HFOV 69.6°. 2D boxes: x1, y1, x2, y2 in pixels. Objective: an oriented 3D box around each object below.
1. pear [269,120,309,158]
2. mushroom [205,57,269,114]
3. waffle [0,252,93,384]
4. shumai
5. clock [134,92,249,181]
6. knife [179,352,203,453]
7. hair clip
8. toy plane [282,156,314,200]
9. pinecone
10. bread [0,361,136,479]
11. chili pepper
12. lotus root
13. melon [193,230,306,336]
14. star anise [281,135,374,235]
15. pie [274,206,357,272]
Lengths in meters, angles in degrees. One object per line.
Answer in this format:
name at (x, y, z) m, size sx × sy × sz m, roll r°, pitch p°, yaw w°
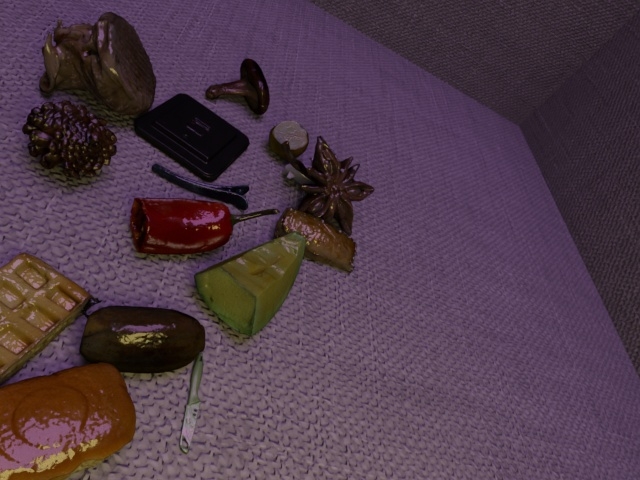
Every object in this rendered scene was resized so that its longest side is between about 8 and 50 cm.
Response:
pear at (-0.109, -0.332, 1.571) m, size 0.141 × 0.104 × 0.141 m, roll 4°, pitch 62°, yaw -8°
mushroom at (-0.302, -0.543, 1.616) m, size 0.218 × 0.148 × 0.227 m, roll -10°, pitch 54°, yaw -24°
waffle at (-0.567, 0.142, 0.827) m, size 0.168 × 0.057 × 0.274 m, roll 37°, pitch 41°, yaw -2°
shumai at (-0.620, -0.463, 1.275) m, size 0.314 × 0.263 × 0.266 m, roll -60°, pitch 142°, yaw -84°
clock at (-0.378, -0.327, 1.402) m, size 0.279 × 0.049 × 0.273 m, roll 34°, pitch 41°, yaw -6°
knife at (-0.256, 0.322, 0.933) m, size 0.030 × 0.014 × 0.207 m, roll 20°, pitch 46°, yaw -21°
hair clip at (-0.331, -0.156, 1.286) m, size 0.275 × 0.048 × 0.083 m, roll 16°, pitch 50°, yaw -23°
toy plane at (-0.040, -0.206, 1.523) m, size 0.174 × 0.080 × 0.173 m, roll 11°, pitch 66°, yaw -24°
pinecone at (-0.593, -0.237, 1.081) m, size 0.195 × 0.150 × 0.179 m, roll 41°, pitch 41°, yaw 2°
bread at (-0.432, 0.299, 0.739) m, size 0.246 × 0.121 × 0.174 m, roll -6°, pitch 59°, yaw -38°
chili pepper at (-0.285, -0.039, 1.147) m, size 0.339 × 0.131 × 0.134 m, roll -5°, pitch 32°, yaw -35°
lotus root at (-0.342, 0.192, 0.898) m, size 0.241 × 0.124 × 0.123 m, roll 11°, pitch 28°, yaw -28°
melon at (-0.142, 0.085, 1.152) m, size 0.196 × 0.124 × 0.323 m, roll 45°, pitch 35°, yaw 5°
star anise at (0.019, -0.166, 1.432) m, size 0.350 × 0.109 × 0.292 m, roll 6°, pitch 89°, yaw -32°
pie at (0.000, 0.000, 1.364) m, size 0.283 × 0.068 × 0.128 m, roll 27°, pitch 58°, yaw -27°
